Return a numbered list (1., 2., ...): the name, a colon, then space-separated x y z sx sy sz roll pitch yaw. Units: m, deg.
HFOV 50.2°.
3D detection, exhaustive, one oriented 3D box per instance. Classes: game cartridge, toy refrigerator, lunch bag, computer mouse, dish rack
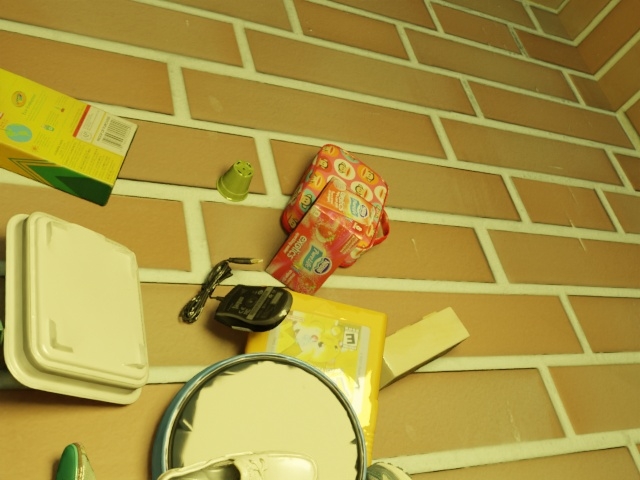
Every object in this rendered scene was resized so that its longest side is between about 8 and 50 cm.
1. game cartridge: -0.017 0.269 1.370 0.285 0.053 0.324 14 59 -7
2. toy refrigerator: 0.210 0.246 1.571 0.269 0.102 0.094 -17 67 -39
3. lunch bag: 0.061 -0.084 1.717 0.258 0.120 0.293 32 45 -8
4. computer mouse: -0.141 0.111 1.383 0.184 0.261 0.060 -61 136 -38
5. dish rack: -0.415 0.109 1.215 0.285 0.072 0.333 30 37 -50

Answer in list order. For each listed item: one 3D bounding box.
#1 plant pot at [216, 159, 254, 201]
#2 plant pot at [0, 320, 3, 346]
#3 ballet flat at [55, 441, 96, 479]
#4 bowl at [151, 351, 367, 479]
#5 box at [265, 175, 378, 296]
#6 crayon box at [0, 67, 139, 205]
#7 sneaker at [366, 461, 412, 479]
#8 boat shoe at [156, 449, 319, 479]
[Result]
1. plant pot: -0.196 -0.148 1.631 0.083 0.079 0.083 17 50 -21
2. plant pot: -0.632 0.104 1.110 0.165 0.166 0.234 -5 53 -35
3. ballet flat: -0.383 0.435 1.076 0.079 0.076 0.222 27 48 -38
4. bowl: -0.100 0.384 1.216 0.390 0.077 0.392 7 61 -13
5. box: 0.000 0.000 1.516 0.128 0.257 0.123 35 44 -4
6. crayon box: -0.572 -0.222 1.448 0.318 0.081 0.202 23 47 -17
7. sneaker: 0.141 0.515 1.189 0.122 0.110 0.283 -16 45 -24
8. boat shoe: -0.126 0.392 1.102 0.276 0.096 0.098 -4 65 -18
